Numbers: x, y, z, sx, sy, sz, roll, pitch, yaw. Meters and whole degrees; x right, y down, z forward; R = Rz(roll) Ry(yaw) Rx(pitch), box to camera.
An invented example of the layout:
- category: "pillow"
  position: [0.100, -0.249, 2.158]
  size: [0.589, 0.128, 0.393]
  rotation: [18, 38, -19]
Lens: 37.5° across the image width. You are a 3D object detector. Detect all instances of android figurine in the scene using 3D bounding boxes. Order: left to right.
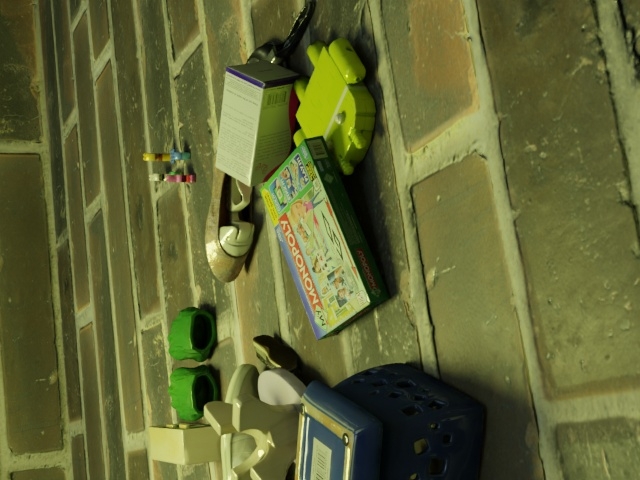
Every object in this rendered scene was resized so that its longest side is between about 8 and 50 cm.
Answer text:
- category: "android figurine"
  position: [0.021, -0.236, 1.718]
  size: [0.248, 0.056, 0.273]
  rotation: [-63, 37, 41]

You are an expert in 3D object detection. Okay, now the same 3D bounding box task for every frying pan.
- category: "frying pan"
  position: [-0.092, -0.335, 1.938]
  size: [0.326, 0.053, 0.197]
  rotation: [-26, 70, 62]

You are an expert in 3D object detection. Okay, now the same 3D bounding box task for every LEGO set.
- category: "LEGO set"
  position: [-0.412, -0.197, 2.479]
  size: [0.227, 0.093, 0.087]
  rotation: [7, 97, 62]

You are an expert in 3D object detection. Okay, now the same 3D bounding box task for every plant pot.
- category: "plant pot"
  position: [0.090, 0.333, 1.442]
  size: [0.236, 0.212, 0.236]
  rotation: [21, 109, 59]

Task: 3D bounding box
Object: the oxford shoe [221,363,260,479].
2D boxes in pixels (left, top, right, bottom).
- category: "oxford shoe"
  position: [-0.130, 0.482, 1.961]
  size: [0.130, 0.169, 0.449]
  rotation: [-7, 73, 18]

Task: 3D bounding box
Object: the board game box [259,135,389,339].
- category: "board game box"
  position: [0.000, 0.000, 1.713]
  size: [0.213, 0.046, 0.317]
  rotation: [-42, 66, 54]

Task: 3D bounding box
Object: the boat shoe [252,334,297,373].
- category: "boat shoe"
  position: [-0.091, 0.243, 1.949]
  size: [0.152, 0.056, 0.049]
  rotation: [36, 136, 56]

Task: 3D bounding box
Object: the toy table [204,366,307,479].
- category: "toy table"
  position: [-0.098, 0.373, 1.803]
  size: [0.274, 0.161, 0.252]
  rotation: [30, 129, 50]

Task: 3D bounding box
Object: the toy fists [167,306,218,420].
- category: "toy fists"
  position: [-0.315, 0.303, 2.321]
  size: [0.142, 0.096, 0.279]
  rotation: [-12, 78, 51]

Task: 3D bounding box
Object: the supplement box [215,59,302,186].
- category: "supplement box"
  position: [-0.125, -0.235, 1.882]
  size: [0.114, 0.111, 0.220]
  rotation: [29, 123, 33]

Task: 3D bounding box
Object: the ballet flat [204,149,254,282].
- category: "ballet flat"
  position: [-0.192, -0.061, 2.071]
  size: [0.106, 0.108, 0.316]
  rotation: [3, 95, 54]

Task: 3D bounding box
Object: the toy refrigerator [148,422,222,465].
- category: "toy refrigerator"
  position: [-0.343, 0.504, 2.367]
  size: [0.269, 0.102, 0.094]
  rotation: [-17, 76, 61]
